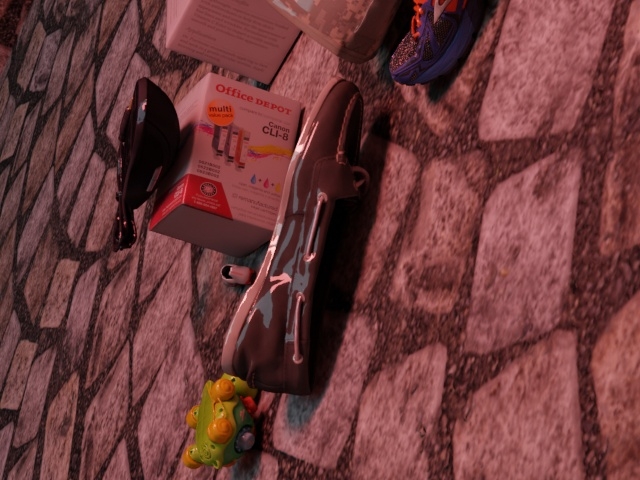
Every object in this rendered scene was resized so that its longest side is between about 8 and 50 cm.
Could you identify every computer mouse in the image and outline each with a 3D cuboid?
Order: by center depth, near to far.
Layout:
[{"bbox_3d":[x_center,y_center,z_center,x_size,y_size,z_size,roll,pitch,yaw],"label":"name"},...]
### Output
[{"bbox_3d":[-0.208,-0.123,1.962,0.262,0.060,0.184,109,163,-49],"label":"computer mouse"}]

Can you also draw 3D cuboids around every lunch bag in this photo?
[{"bbox_3d":[0.038,-0.355,1.738,0.235,0.169,0.287,-59,31,25],"label":"lunch bag"}]

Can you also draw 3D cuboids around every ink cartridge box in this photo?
[{"bbox_3d":[-0.114,-0.090,1.954,0.127,0.128,0.176,146,137,-61],"label":"ink cartridge box"}]

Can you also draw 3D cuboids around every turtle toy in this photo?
[{"bbox_3d":[-0.103,0.194,1.779,0.095,0.066,0.130,-48,31,48],"label":"turtle toy"}]

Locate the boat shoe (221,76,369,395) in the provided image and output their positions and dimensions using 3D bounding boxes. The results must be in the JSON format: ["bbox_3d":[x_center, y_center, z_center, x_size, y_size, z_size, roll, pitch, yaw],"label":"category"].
[{"bbox_3d":[0.000,0.000,1.673,0.112,0.095,0.335,36,-107,-74],"label":"boat shoe"}]

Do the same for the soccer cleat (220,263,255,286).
[{"bbox_3d":[-0.107,0.040,1.962,0.083,0.035,0.029,0,73,69],"label":"soccer cleat"}]

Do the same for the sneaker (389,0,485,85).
[{"bbox_3d":[0.117,-0.248,1.550,0.221,0.087,0.083,-62,22,26],"label":"sneaker"}]

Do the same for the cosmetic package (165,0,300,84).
[{"bbox_3d":[-0.096,-0.332,2.079,0.183,0.151,0.151,-55,26,37],"label":"cosmetic package"}]
